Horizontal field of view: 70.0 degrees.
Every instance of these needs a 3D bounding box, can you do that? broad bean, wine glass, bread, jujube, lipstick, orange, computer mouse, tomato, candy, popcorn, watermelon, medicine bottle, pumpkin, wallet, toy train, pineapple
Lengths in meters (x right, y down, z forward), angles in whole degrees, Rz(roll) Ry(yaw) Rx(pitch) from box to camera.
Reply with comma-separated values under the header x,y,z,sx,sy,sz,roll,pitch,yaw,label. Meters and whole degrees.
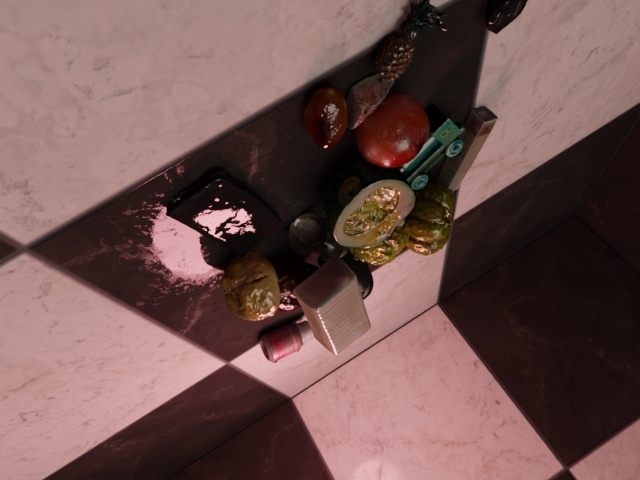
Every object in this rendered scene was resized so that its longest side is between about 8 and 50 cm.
x,y,z,sx,sy,sz,roll,pitch,yaw,label
0.014,-0.318,1.176,0.114,0.084,0.165,-27,146,-8,broad bean
0.000,0.000,1.613,0.156,0.156,0.232,-40,155,11,wine glass
-0.239,0.157,1.512,0.134,0.244,0.244,-23,152,-37,bread
-0.111,0.166,1.704,0.290,0.197,0.197,-6,142,-44,jujube
0.547,-0.333,1.744,0.080,0.076,0.371,-22,150,-25,lipstick
0.412,-0.100,1.798,0.300,0.223,0.301,90,21,-45,orange
0.112,0.135,1.825,0.170,0.269,0.100,-34,-170,-12,computer mouse
0.202,-0.299,1.277,0.208,0.184,0.208,-23,-178,1,tomato
0.501,-0.631,1.243,0.172,0.057,0.099,-36,153,-22,computer mouse
0.055,0.245,1.658,0.208,0.145,0.359,-37,138,-18,candy
0.192,-0.034,1.668,0.237,0.251,0.206,-43,169,-10,popcorn
0.123,-0.376,1.208,0.180,0.094,0.081,-53,147,4,watermelon
-0.159,0.476,2.198,0.247,0.147,0.147,-21,150,-25,medicine bottle
0.141,-0.139,1.458,0.263,0.197,0.293,16,130,-38,pumpkin
-0.257,-0.070,1.313,0.197,0.051,0.377,-36,152,9,wallet
0.342,-0.299,1.541,0.298,0.120,0.194,-46,143,21,toy train
0.209,-0.477,1.115,0.083,0.103,0.221,-1,139,-46,pineapple
